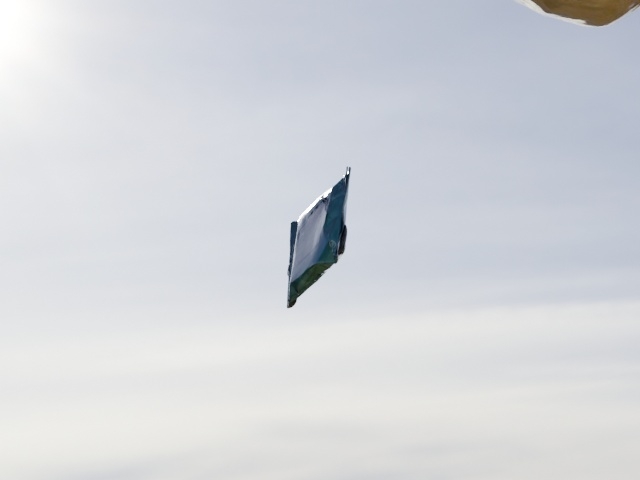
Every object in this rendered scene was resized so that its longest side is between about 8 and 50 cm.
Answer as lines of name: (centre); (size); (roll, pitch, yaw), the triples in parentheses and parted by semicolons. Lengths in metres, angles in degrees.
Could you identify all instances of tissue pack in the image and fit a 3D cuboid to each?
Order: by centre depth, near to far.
tissue pack: (0.000, 0.000, 1.441); (0.028, 0.085, 0.138); (14, -25, -20)

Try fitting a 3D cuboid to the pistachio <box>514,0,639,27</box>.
pistachio: (0.172, -0.216, 1.133); (0.157, 0.157, 0.229); (-7, 2, 1)
